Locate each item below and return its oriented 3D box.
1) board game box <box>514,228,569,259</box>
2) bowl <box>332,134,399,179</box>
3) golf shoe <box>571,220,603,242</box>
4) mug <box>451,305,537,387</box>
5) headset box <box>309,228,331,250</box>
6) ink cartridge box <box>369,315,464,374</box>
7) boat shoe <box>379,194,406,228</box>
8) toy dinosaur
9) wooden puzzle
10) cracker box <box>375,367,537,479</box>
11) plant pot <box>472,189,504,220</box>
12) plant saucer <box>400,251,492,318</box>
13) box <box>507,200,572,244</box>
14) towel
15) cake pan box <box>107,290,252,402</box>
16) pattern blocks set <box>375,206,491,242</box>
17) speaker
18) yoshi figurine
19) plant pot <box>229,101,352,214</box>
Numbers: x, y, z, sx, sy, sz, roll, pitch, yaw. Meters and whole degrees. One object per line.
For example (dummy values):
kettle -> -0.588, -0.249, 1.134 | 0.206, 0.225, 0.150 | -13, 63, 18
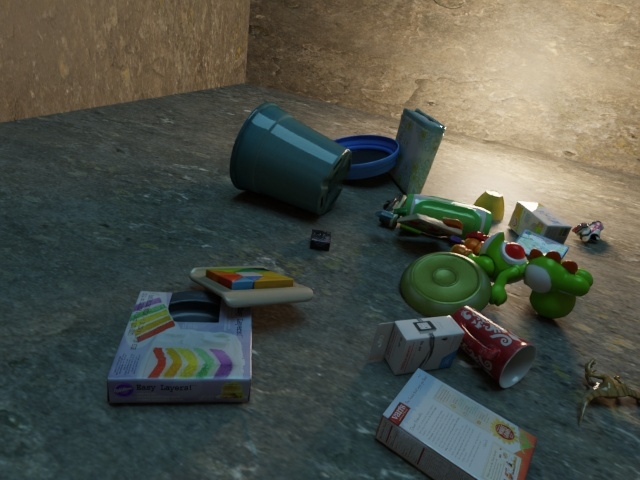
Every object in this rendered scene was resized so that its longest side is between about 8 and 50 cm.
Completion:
board game box -> 0.758, 0.031, 1.474 | 0.154, 0.026, 0.103 | 31, 64, 33
bowl -> 0.164, -0.384, 1.945 | 0.390, 0.077, 0.391 | -6, 31, 4
golf shoe -> 1.089, -0.029, 1.712 | 0.186, 0.067, 0.086 | -9, 60, -32
mug -> 0.368, 0.218, 0.945 | 0.113, 0.150, 0.169 | -40, 39, -7
headset box -> 0.000, 0.000, 1.333 | 0.062, 0.032, 0.083 | 9, 27, -2
ink cartridge box -> 0.204, 0.226, 0.910 | 0.180, 0.104, 0.060 | -2, 32, -20
boat shoe -> 0.270, -0.121, 1.590 | 0.073, 0.080, 0.224 | 20, 34, 8
toy dinosaur -> 0.609, 0.318, 0.913 | 0.211, 0.064, 0.112 | 0, 31, -16
wooden puzzle -> -0.166, 0.095, 1.002 | 0.220, 0.045, 0.238 | 1, 11, -36
cracker box -> 0.235, 0.344, 0.742 | 0.232, 0.067, 0.155 | 27, 32, 27
plant pot -> 0.709, -0.154, 1.772 | 0.134, 0.095, 0.134 | 7, 29, -4
plant saucer -> 0.336, 0.109, 1.146 | 0.240, 0.037, 0.241 | -7, 42, 6
box -> 0.820, -0.055, 1.604 | 0.103, 0.114, 0.203 | 2, 31, -11
towel -> 0.412, -0.396, 1.885 | 0.090, 0.321, 0.375 | 6, 28, -12
cake pan box -> -0.259, 0.201, 0.850 | 0.245, 0.070, 0.267 | 6, 27, -11
pattern blocks set -> 0.356, -0.049, 1.381 | 0.324, 0.026, 0.285 | 19, -9, -29
speaker -> 0.443, -0.080, 1.510 | 0.296, 0.131, 0.131 | 14, 29, 9
yoshi figurine -> 0.558, 0.116, 1.209 | 0.362, 0.204, 0.203 | 17, -15, 43
plant pot -> -0.088, -0.270, 1.526 | 0.334, 0.341, 0.341 | 27, 32, 13
